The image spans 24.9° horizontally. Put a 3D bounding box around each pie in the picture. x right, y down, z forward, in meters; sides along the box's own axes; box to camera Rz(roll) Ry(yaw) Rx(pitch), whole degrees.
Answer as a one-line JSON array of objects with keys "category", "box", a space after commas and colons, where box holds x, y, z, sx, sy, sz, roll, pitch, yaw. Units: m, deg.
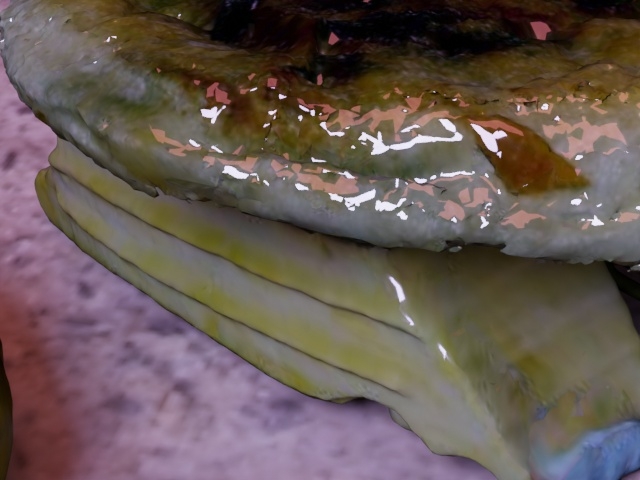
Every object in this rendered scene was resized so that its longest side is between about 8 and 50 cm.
[{"category": "pie", "box": [0.041, -0.074, 0.508, 0.323, 0.070, 0.323, 5, 24, -2]}]

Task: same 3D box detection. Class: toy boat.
[{"category": "toy boat", "box": [0.001, -0.005, 0.533, 0.111, 0.084, 0.276, -28, 42, -34]}]

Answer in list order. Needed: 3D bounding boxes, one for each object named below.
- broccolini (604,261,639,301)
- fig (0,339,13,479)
[{"category": "broccolini", "box": [0.098, 0.007, 0.563, 0.194, 0.054, 0.052, 20, 10, 37]}, {"category": "fig", "box": [-0.203, 0.048, 0.405, 0.234, 0.167, 0.167, -10, 36, -22]}]
